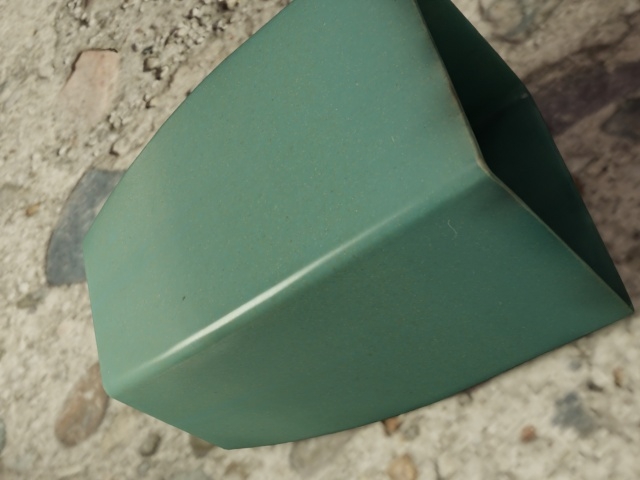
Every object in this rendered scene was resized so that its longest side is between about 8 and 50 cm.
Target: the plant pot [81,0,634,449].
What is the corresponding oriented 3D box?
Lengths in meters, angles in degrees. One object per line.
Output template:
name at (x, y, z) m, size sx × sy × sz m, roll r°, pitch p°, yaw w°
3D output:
plant pot at (0.000, 0.000, 0.633) m, size 0.234 × 0.166 × 0.165 m, roll -32°, pitch 50°, yaw 19°
